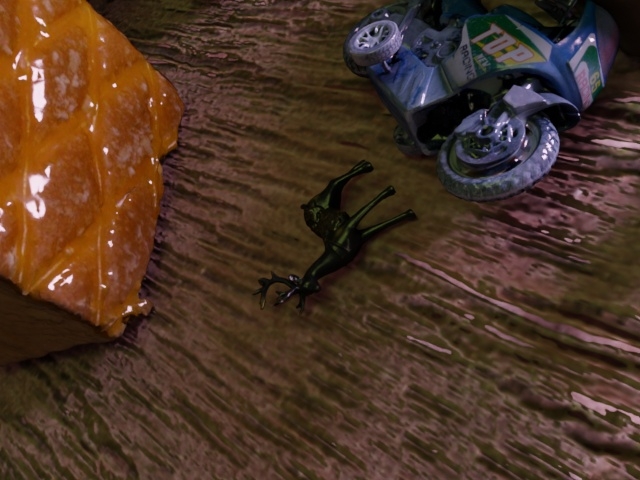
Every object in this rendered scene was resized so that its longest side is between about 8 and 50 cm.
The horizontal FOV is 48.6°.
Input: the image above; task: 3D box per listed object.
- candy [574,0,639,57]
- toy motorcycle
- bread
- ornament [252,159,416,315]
[{"bbox_3d":[0.176,-0.221,0.454,0.102,0.104,0.234,-38,47,17],"label":"candy"},{"bbox_3d":[0.098,-0.119,0.458,0.135,0.092,0.254,-31,40,4],"label":"toy motorcycle"},{"bbox_3d":[-0.285,-0.073,0.568,0.207,0.279,0.279,-13,57,29],"label":"bread"},{"bbox_3d":[0.000,0.000,0.494,0.125,0.028,0.073,-43,48,3],"label":"ornament"}]
